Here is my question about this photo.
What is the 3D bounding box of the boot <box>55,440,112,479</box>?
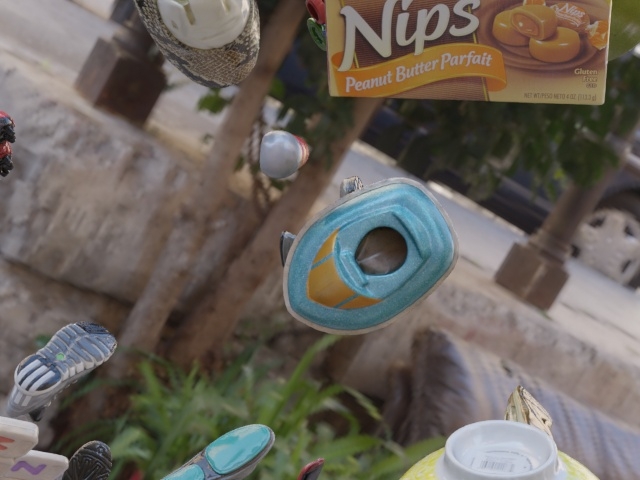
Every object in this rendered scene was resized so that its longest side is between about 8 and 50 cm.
[{"bbox_3d":[-0.429,0.408,2.129,0.076,0.190,0.208,32,-3,-13],"label":"boot"}]

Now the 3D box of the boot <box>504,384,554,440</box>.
[{"bbox_3d":[0.272,0.317,1.872,0.077,0.165,0.213,41,16,-8],"label":"boot"}]

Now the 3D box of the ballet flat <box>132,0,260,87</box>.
[{"bbox_3d":[-0.184,-0.396,1.602,0.182,0.164,0.483,-128,-161,-61],"label":"ballet flat"}]

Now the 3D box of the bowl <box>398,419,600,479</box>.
[{"bbox_3d":[0.189,0.283,1.304,0.289,0.156,0.289,-3,21,1],"label":"bowl"}]

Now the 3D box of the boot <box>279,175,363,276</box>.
[{"bbox_3d":[0.000,0.000,2.209,0.161,0.246,0.083,6,27,14],"label":"boot"}]

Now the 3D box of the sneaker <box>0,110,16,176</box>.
[{"bbox_3d":[-0.519,-0.152,1.817,0.135,0.097,0.276,49,-24,3],"label":"sneaker"}]

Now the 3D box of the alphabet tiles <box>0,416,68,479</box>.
[{"bbox_3d":[-0.447,0.273,1.421,0.278,0.284,0.021,19,44,-35],"label":"alphabet tiles"}]

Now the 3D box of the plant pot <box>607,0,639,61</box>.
[{"bbox_3d":[0.339,-0.444,1.869,0.353,0.366,0.366,25,10,-25],"label":"plant pot"}]

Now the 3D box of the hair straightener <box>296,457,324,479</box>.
[{"bbox_3d":[-0.021,0.389,1.631,0.047,0.230,0.089,-18,54,-46],"label":"hair straightener"}]

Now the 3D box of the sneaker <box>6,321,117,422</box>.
[{"bbox_3d":[-0.431,0.220,2.006,0.086,0.132,0.228,41,31,12],"label":"sneaker"}]

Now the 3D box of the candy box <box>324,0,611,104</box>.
[{"bbox_3d":[0.165,-0.255,1.396,0.316,0.183,0.087,4,35,11],"label":"candy box"}]

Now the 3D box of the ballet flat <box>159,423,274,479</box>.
[{"bbox_3d":[-0.156,0.336,1.776,0.072,0.213,0.068,53,-10,41],"label":"ballet flat"}]

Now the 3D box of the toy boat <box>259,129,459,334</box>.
[{"bbox_3d":[0.023,-0.021,1.749,0.318,0.267,0.148,53,11,2],"label":"toy boat"}]

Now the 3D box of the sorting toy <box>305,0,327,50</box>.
[{"bbox_3d":[0.012,-0.306,1.721,0.061,0.042,0.102,52,-13,25],"label":"sorting toy"}]
